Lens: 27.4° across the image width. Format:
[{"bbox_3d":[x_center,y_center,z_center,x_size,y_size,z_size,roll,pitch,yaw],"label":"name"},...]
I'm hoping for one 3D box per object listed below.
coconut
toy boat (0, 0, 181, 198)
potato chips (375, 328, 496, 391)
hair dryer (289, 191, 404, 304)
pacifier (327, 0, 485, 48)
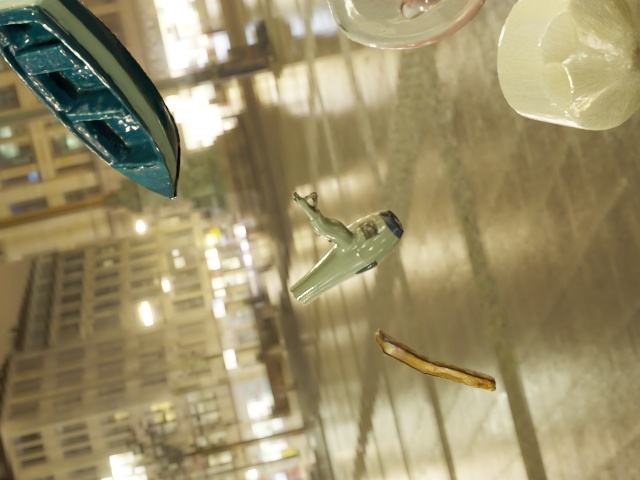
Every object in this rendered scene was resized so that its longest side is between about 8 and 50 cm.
[{"bbox_3d":[0.422,-0.297,2.113,0.266,0.237,0.237,24,131,53],"label":"coconut"},{"bbox_3d":[-0.216,-0.145,1.315,0.299,0.096,0.061,52,-137,-46],"label":"toy boat"},{"bbox_3d":[0.172,0.183,1.933,0.037,0.204,0.026,-87,22,-57],"label":"potato chips"},{"bbox_3d":[-0.007,0.015,1.634,0.199,0.167,0.067,13,-143,-46],"label":"hair dryer"},{"bbox_3d":[0.070,-0.393,1.674,0.332,0.220,0.273,48,-155,19],"label":"pacifier"}]
